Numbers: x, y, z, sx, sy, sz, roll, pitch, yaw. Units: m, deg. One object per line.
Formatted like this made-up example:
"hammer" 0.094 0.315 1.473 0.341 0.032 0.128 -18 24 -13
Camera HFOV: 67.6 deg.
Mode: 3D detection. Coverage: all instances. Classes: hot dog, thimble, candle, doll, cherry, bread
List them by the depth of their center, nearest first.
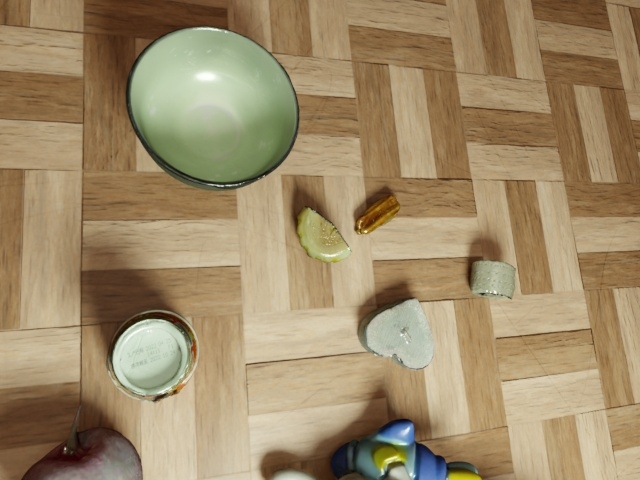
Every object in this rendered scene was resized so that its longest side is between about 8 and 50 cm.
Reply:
"cherry" -0.418 0.447 0.841 0.213 0.183 0.266 -30 99 -63
"doll" 0.133 0.530 0.989 0.365 0.187 0.376 -29 65 -37
"bread" 0.000 0.000 1.134 0.157 0.083 0.094 33 73 -7
"candle" 0.193 0.216 1.158 0.192 0.068 0.168 28 75 -13
"hot dog" 0.144 -0.062 1.218 0.144 0.038 0.062 -37 94 -19
"thimble" 0.449 0.105 1.247 0.115 0.102 0.090 10 76 -8

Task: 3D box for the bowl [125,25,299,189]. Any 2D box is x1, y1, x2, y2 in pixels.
"bowl" -0.237 -0.261 1.057 0.353 0.185 0.354 4 78 -17

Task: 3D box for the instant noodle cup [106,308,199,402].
"instant noodle cup" -0.319 0.222 0.912 0.193 0.212 0.193 4 78 -17
